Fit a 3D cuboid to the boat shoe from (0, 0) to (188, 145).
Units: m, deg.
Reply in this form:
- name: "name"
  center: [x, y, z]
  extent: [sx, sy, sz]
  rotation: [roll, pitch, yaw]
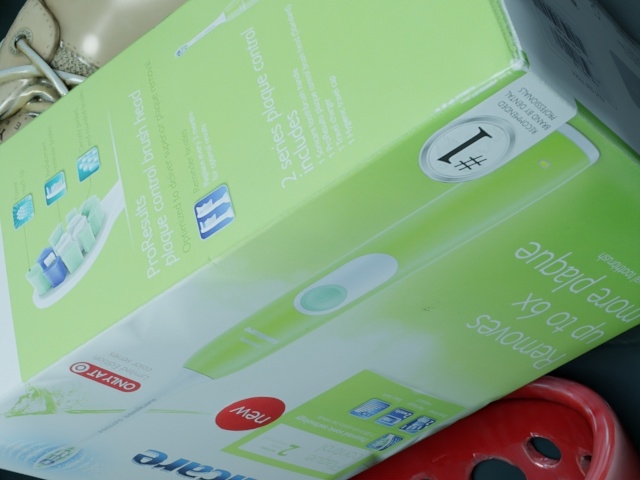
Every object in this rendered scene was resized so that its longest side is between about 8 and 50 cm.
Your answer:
- name: "boat shoe"
  center: [-0.110, -0.055, 0.636]
  extent: [0.122, 0.110, 0.341]
  rotation: [27, 117, 8]

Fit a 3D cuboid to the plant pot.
- name: "plant pot"
  center: [0.087, 0.185, 0.624]
  extent: [0.191, 0.191, 0.174]
  rotation: [-19, 112, 25]

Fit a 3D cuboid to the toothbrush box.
- name: "toothbrush box"
  center: [0.000, 0.000, 0.546]
  extent: [0.283, 0.206, 0.122]
  rotation: [-31, 55, 24]
